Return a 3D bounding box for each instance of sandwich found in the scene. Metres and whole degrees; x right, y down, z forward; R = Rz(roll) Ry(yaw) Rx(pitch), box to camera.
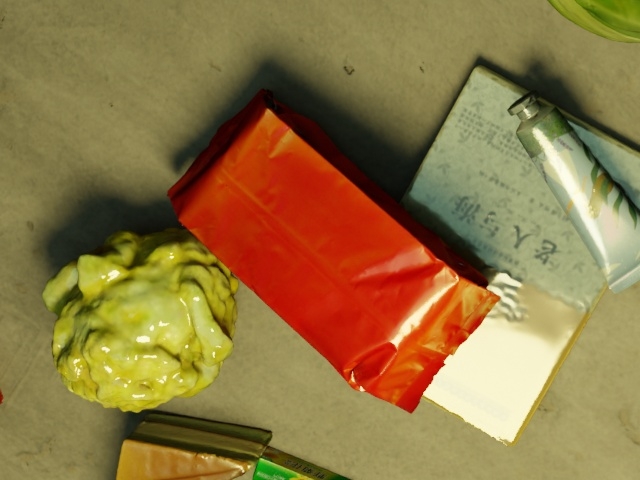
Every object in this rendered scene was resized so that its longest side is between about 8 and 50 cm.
[{"bbox_3d":[-0.167,0.314,2.053,0.187,0.117,0.144,9,108,10],"label":"sandwich"}]

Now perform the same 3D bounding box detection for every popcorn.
[{"bbox_3d":[-0.211,0.095,1.948,0.255,0.195,0.256,34,75,30],"label":"popcorn"}]

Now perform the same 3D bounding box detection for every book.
[{"bbox_3d":[0.209,0.021,1.897,0.269,0.032,0.388,28,101,5],"label":"book"}]

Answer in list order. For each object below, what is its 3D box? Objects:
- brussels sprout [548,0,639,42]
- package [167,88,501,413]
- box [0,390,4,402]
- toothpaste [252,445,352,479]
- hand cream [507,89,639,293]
[{"bbox_3d":[0.350,-0.360,1.662,0.371,0.276,0.314,28,106,7],"label":"brussels sprout"},{"bbox_3d":[0.001,0.001,1.868,0.423,0.123,0.196,44,104,19],"label":"package"},{"bbox_3d":[-0.544,0.196,2.155,0.229,0.050,0.123,-16,100,18],"label":"box"},{"bbox_3d":[0.002,0.319,2.047,0.179,0.043,0.037,21,105,9],"label":"toothpaste"},{"bbox_3d":[0.306,-0.061,1.836,0.088,0.055,0.256,-35,99,5],"label":"hand cream"}]
